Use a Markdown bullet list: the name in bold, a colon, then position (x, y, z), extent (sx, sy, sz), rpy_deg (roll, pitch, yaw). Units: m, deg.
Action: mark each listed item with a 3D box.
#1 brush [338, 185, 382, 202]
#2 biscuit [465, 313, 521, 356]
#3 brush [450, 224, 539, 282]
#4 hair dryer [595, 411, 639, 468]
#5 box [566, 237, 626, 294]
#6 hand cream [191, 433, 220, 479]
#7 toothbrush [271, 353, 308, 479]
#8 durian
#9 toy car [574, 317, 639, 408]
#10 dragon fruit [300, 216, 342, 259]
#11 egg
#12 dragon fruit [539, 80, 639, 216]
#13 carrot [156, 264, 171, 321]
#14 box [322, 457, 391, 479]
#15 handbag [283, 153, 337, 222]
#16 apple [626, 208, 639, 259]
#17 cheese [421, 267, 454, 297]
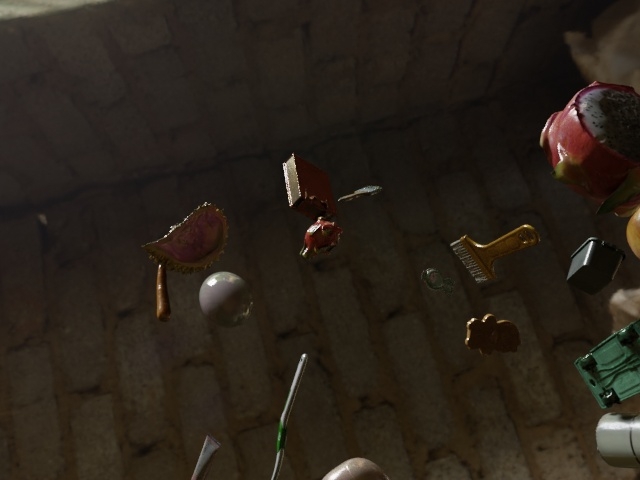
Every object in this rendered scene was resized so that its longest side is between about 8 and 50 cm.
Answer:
- **brush**: position (0.115, -0.142, 2.226), extent (0.070, 0.196, 0.021), rpy_deg (6, 107, 39)
- **biscuit**: position (0.542, 0.296, 2.263), extent (0.027, 0.184, 0.133), rpy_deg (-160, 64, -79)
- **brush**: position (0.331, 0.018, 1.351), extent (0.103, 0.013, 0.272), rpy_deg (54, 159, 2)
- **hair dryer**: position (0.794, 0.363, 1.678), extent (0.128, 0.362, 0.203), rpy_deg (41, 149, -16)
- **box**: position (0.569, 0.057, 1.498), extent (0.069, 0.084, 0.122), rpy_deg (-60, -8, -25)
- **hand cream**: position (-0.384, 0.742, 2.372), extent (0.067, 0.043, 0.210), rpy_deg (31, 106, 36)
- **toothbrush**: position (-0.094, 0.496, 1.851), extent (0.042, 0.040, 0.418), rpy_deg (149, 141, -74)
- **durian**: position (-0.309, 0.005, 1.681), extent (0.182, 0.165, 0.132), rpy_deg (-72, -20, -51)
- **toy car**: position (0.688, 0.272, 1.589), extent (0.141, 0.097, 0.321), rpy_deg (62, 160, 21)
- **dragon fruit**: position (-0.002, 0.001, 1.771), extent (0.081, 0.116, 0.086), rpy_deg (43, -176, -20)
- **egg**: position (-0.186, 0.118, 1.422), extent (0.135, 0.103, 0.103), rpy_deg (45, 153, 52)
- **dragon fruit**: position (0.602, -0.187, 1.522), extent (0.189, 0.290, 0.291), rpy_deg (121, 140, -49)
- **carrot**: position (-0.426, 0.135, 1.937), extent (0.037, 0.037, 0.190), rpy_deg (81, 176, -55)
- **box**: position (0.081, 0.510, 1.380), extent (0.200, 0.146, 0.088), rpy_deg (60, 176, -25)
- **handbag**: position (-0.027, -0.133, 1.898), extent (0.127, 0.063, 0.190), rpy_deg (28, -147, -31)
- **apple**: position (0.868, -0.012, 1.801), extent (0.199, 0.199, 0.199), rpy_deg (166, 90, -86)
- **cheese**: position (0.343, 0.120, 2.096), extent (0.026, 0.120, 0.067), rpy_deg (-15, 54, 58)
